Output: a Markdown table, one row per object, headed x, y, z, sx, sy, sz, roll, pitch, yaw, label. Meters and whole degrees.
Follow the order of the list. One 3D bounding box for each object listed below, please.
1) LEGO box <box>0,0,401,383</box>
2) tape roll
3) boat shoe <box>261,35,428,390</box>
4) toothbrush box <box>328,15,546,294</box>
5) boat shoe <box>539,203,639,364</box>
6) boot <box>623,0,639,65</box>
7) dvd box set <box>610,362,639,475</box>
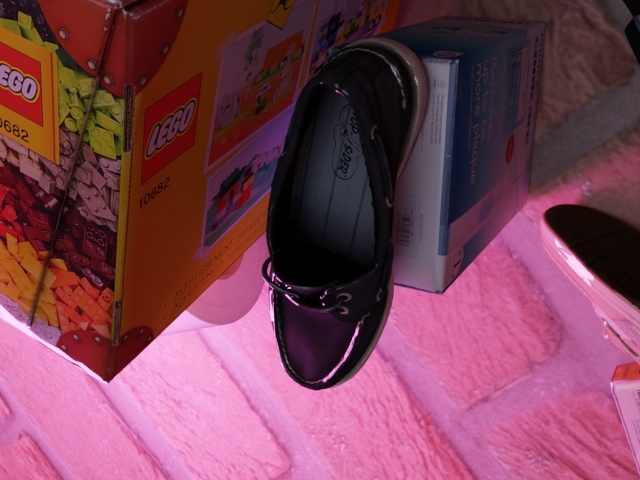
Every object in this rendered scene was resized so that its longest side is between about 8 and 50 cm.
| x | y | z | sx | sy | sz | roll | pitch | yaw | label |
| --- | --- | --- | --- | --- | --- | --- | --- | --- | --- |
| -0.108 | -0.174 | 0.803 | 0.193 | 0.500 | 0.372 | 28 | 133 | 14 | LEGO box |
| -0.204 | 0.001 | 1.114 | 0.169 | 0.246 | 0.246 | -12 | 103 | 30 | tape roll |
| 0.004 | 0.001 | 0.729 | 0.127 | 0.113 | 0.340 | 27 | 120 | 18 | boat shoe |
| 0.124 | -0.103 | 0.869 | 0.126 | 0.295 | 0.216 | 11 | 113 | 24 | toothbrush box |
| 0.343 | 0.081 | 0.916 | 0.302 | 0.109 | 0.098 | 46 | 141 | 26 | boat shoe |
| 0.337 | -0.278 | 0.837 | 0.106 | 0.082 | 0.219 | -20 | 95 | 10 | boot |
| 0.565 | 0.247 | 0.912 | 0.420 | 0.062 | 0.307 | -16 | 101 | 32 | dvd box set |
